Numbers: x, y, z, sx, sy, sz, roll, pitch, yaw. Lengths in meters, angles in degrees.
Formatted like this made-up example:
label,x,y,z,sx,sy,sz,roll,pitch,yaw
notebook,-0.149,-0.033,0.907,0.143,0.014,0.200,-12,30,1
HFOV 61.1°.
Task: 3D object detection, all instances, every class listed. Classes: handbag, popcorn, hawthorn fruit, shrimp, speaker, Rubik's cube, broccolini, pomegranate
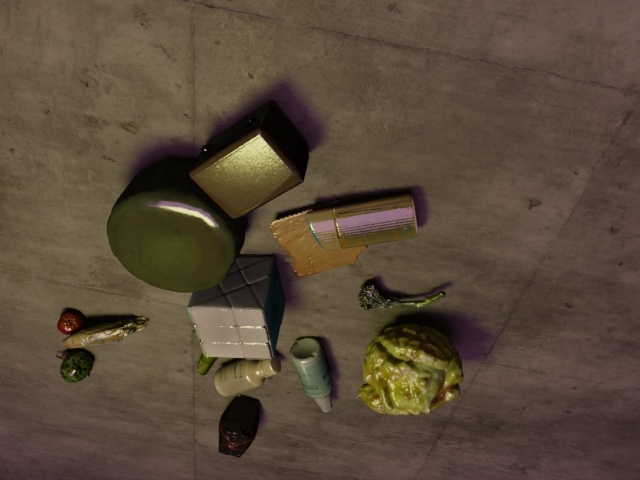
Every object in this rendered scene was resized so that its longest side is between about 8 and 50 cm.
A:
label,x,y,z,sx,sy,sz,roll,pitch,yaw
handbag,-0.326,0.743,2.148,0.155,0.169,0.215,15,132,-4
popcorn,0.273,0.401,1.699,0.336,0.274,0.279,-2,128,11
hawthorn fruit,-0.876,0.291,1.905,0.093,0.093,0.093,4,131,5
shrimp,-0.750,0.330,1.911,0.318,0.077,0.168,-13,170,4
speaker,-0.167,-0.195,1.328,0.231,0.153,0.192,-26,121,27
Rubik's cube,-0.242,0.197,1.627,0.222,0.231,0.224,0,132,8
broccolini,0.236,0.157,1.633,0.272,0.062,0.123,-8,144,22
pomegranate,-0.932,0.464,2.045,0.162,0.122,0.122,33,133,16

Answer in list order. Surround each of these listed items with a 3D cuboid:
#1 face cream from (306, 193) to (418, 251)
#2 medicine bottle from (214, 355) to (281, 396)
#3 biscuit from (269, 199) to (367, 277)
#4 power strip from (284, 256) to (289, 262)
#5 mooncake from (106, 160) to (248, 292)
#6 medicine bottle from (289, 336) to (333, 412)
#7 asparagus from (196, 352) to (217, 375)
label,x,y,z,sx,sy,sz,roll,pitch,yaw
face cream,0.114,-0.043,1.459,0.285,0.067,0.139,-9,127,9
medicine bottle,-0.257,0.478,1.946,0.252,0.114,0.114,-24,123,26
biscuit,0.000,0.000,1.546,0.237,0.013,0.232,-17,127,13
power strip,-0.076,0.025,1.592,0.051,0.019,0.136,10,131,-3
mooncake,-0.377,-0.038,1.471,0.357,0.194,0.356,2,128,2
medicine bottle,-0.014,0.495,1.928,0.110,0.110,0.351,-6,129,13
asparagus,-0.380,0.393,1.931,0.067,0.060,0.277,14,134,-29
